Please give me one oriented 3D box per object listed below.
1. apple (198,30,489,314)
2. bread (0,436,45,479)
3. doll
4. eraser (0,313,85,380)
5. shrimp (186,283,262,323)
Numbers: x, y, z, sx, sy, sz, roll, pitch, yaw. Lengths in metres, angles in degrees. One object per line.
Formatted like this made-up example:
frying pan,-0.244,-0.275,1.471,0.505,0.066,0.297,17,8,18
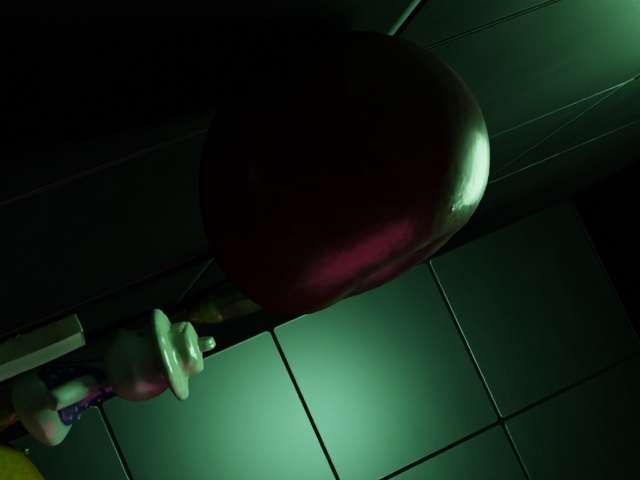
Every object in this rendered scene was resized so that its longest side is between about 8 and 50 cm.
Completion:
apple,0.010,-0.037,0.595,0.153,0.120,0.153,-28,171,-5
bread,-0.460,0.308,1.397,0.340,0.178,0.194,8,-171,15
doll,-0.268,0.168,1.431,0.293,0.119,0.138,-19,179,0
eraser,-0.289,0.109,1.193,0.104,0.023,0.150,-23,175,-13
shrimp,-0.080,0.062,1.550,0.217,0.051,0.150,-19,-178,39
